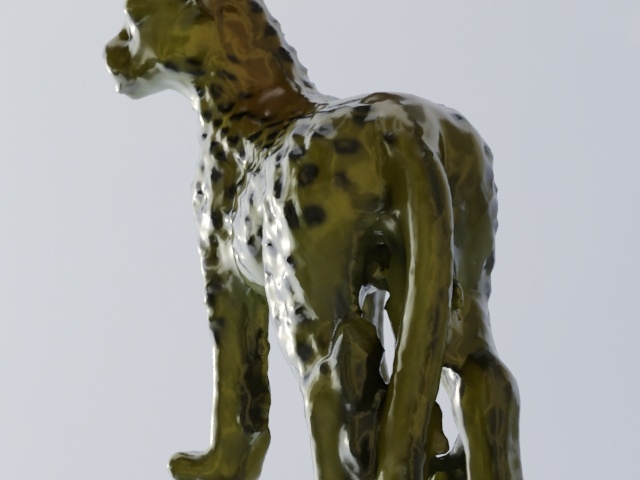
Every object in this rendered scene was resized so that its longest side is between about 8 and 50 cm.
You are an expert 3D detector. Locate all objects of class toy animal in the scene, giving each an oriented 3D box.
[{"bbox_3d":[0.000,0.000,0.410,0.073,0.181,0.136,-7,-83,-12],"label":"toy animal"}]
